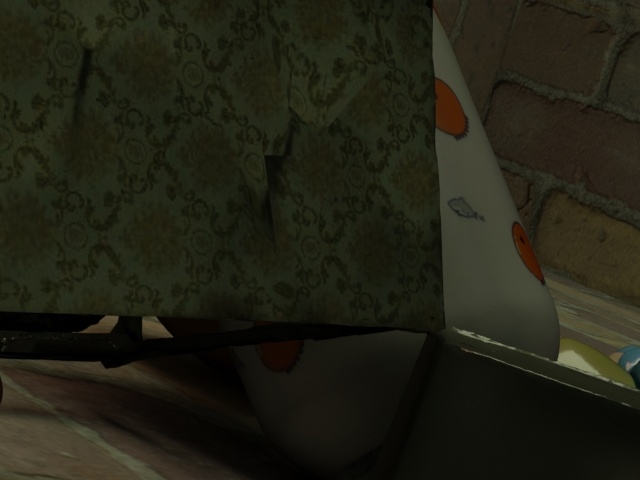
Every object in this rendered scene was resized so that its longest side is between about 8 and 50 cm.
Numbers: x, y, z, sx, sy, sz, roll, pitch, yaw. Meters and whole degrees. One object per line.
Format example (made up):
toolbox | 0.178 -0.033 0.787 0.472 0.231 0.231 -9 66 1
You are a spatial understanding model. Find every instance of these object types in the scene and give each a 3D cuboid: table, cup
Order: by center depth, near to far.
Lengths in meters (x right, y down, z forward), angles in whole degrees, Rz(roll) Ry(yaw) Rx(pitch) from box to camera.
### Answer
table | -0.145 -0.052 1.056 0.272 0.222 0.335 -9 -10 40
cup | 0.016 -0.014 1.287 0.212 0.317 0.212 -19 -17 -6

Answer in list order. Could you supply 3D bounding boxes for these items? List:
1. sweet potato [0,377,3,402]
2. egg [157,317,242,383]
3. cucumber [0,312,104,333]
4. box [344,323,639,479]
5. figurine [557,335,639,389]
sweet potato | -0.212 0.077 0.991 0.058 0.055 0.202 46 10 13
egg | 0.000 0.000 1.525 0.322 0.250 0.250 25 6 17
cucumber | -0.238 0.029 1.342 0.081 0.072 0.303 21 5 36
box | 0.136 0.141 1.101 0.243 0.135 0.163 18 4 -2
figurine | 0.250 0.136 1.548 0.262 0.154 0.180 24 17 16
